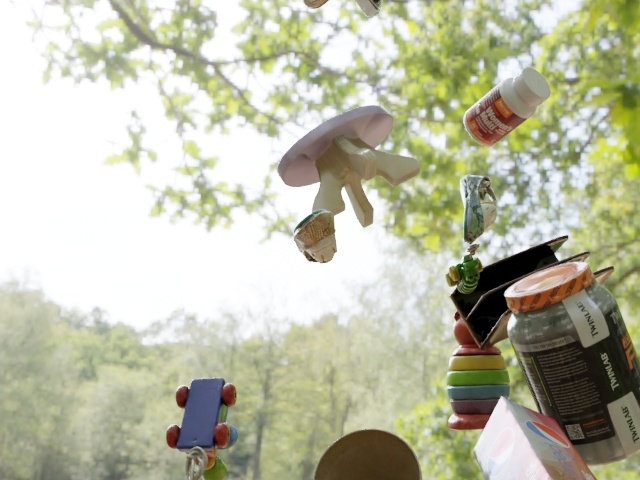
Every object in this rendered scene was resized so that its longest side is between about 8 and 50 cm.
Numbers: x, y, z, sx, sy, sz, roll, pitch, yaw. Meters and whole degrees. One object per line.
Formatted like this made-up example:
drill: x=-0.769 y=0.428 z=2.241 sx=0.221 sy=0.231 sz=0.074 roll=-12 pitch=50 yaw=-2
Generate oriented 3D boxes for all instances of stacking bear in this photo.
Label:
stacking bear: x=0.384 y=0.311 z=2.235 sx=0.176 sy=0.288 sz=0.164 roll=0 pitch=-9 yaw=-10

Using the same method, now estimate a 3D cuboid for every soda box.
soda box: x=0.258 y=0.283 z=1.080 sx=0.084 sy=0.092 sz=0.263 roll=24 pitch=11 yaw=-7

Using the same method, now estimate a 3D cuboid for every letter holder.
letter holder: x=0.483 y=0.095 z=2.094 sx=0.302 sy=0.152 sz=0.214 roll=-20 pitch=-23 yaw=-19

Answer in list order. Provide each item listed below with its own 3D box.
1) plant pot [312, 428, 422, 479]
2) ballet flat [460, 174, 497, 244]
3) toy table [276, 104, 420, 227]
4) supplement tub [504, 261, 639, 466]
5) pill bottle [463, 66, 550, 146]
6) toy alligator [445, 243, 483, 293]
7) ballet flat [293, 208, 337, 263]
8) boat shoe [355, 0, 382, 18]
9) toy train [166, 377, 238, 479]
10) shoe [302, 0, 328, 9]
plant pot: x=0.142 y=0.665 z=2.413 sx=0.284 sy=0.284 sz=0.191 roll=0 pitch=-37 yaw=19
ballet flat: x=0.280 y=-0.060 z=1.616 sx=0.070 sy=0.188 sz=0.070 roll=3 pitch=-52 yaw=4
toy table: x=0.065 y=-0.152 z=1.913 sx=0.274 sy=0.161 sz=0.252 roll=-33 pitch=-26 yaw=-4
supplement tub: x=0.445 y=0.209 z=1.583 sx=0.194 sy=0.315 sz=0.193 roll=-23 pitch=7 yaw=3
pill bottle: x=0.493 y=-0.353 z=2.427 sx=0.121 sy=0.121 sz=0.221 roll=15 pitch=-36 yaw=-31
toy alligator: x=0.264 y=0.059 z=1.633 sx=0.056 sy=0.051 sz=0.189 roll=-20 pitch=-17 yaw=-9
ballet flat: x=0.000 y=0.000 z=1.373 sx=0.073 sy=0.067 sz=0.206 roll=-33 pitch=-4 yaw=-1
boat shoe: x=0.104 y=-0.551 z=1.906 sx=0.105 sy=0.113 sz=0.306 roll=-30 pitch=-10 yaw=12
toy train: x=-0.199 y=0.370 z=1.578 sx=0.105 sy=0.248 sz=0.143 roll=-4 pitch=-50 yaw=8
shoe: x=0.013 y=-0.516 z=1.634 sx=0.076 sy=0.219 sz=0.058 roll=41 pitch=28 yaw=26
